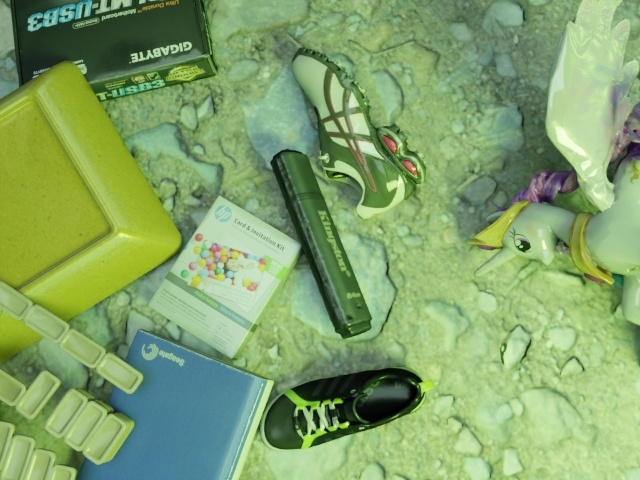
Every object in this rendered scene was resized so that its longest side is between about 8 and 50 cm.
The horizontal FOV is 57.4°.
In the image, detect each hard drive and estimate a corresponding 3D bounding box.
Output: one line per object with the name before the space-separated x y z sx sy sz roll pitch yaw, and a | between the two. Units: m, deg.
hard drive | -0.210 0.299 0.754 0.210 0.040 0.319 16 79 23

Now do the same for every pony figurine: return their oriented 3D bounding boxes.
pony figurine | 0.373 -0.066 0.684 0.363 0.302 0.351 27 94 46

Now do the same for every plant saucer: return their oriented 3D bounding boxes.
plant saucer | -0.419 -0.045 0.815 0.332 0.081 0.333 -32 87 -1

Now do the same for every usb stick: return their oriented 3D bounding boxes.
usb stick | 0.000 0.000 0.814 0.045 0.077 0.278 -27 76 23

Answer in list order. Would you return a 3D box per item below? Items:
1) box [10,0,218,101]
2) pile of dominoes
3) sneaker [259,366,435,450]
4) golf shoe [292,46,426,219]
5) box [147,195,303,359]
box | -0.332 -0.372 0.923 0.295 0.073 0.294 -12 76 2
pile of dominoes | -0.365 0.199 0.747 0.251 0.040 0.196 32 77 6
sneaker | 0.029 0.209 0.752 0.234 0.097 0.084 -19 76 0
golf shoe | 0.029 -0.158 0.835 0.120 0.105 0.273 -39 77 2
box | -0.131 0.052 0.830 0.145 0.038 0.186 31 80 9
